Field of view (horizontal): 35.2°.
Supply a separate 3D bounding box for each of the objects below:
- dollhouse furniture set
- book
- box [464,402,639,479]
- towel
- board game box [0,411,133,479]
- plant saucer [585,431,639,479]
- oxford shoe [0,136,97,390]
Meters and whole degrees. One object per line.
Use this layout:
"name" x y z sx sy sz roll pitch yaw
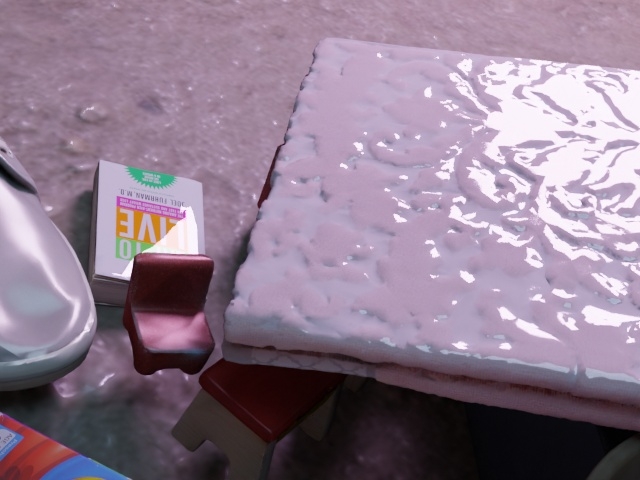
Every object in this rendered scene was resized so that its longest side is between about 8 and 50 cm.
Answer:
"dollhouse furniture set" 0.000 0.000 0.793 0.201 0.152 0.374 36 37 16
"book" -0.147 -0.004 0.861 0.096 0.035 0.144 10 42 -20
"box" 0.293 0.163 0.749 0.312 0.179 0.343 9 43 -13
"towel" 0.121 -0.021 0.684 0.316 0.053 0.332 8 43 8
"board game box" -0.089 0.209 0.460 0.275 0.144 0.142 13 48 40
"plant saucer" 0.246 0.217 0.513 0.277 0.041 0.278 10 45 -11
"oxford shoe" -0.319 -0.068 0.786 0.169 0.130 0.449 -17 55 -37
